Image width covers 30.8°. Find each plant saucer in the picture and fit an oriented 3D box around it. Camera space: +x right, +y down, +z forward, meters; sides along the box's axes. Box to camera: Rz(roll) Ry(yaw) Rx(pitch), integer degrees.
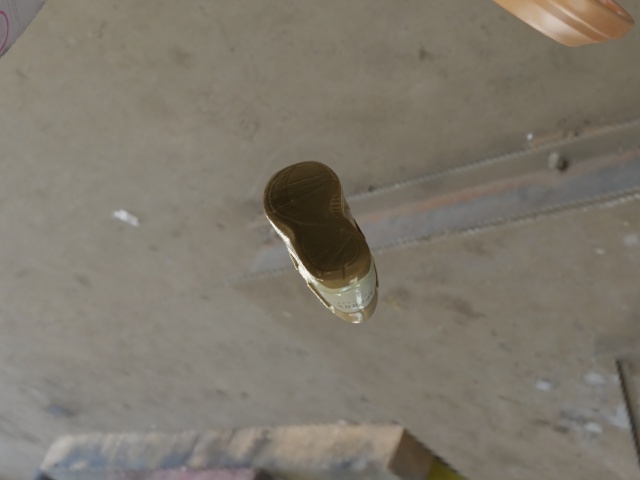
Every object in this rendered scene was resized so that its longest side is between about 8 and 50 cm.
[{"bbox_3d":[0.109,-0.184,0.735,0.200,0.200,0.037,31,111,-14],"label":"plant saucer"}]

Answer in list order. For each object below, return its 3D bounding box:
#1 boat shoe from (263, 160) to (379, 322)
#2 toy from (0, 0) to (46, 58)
[{"bbox_3d":[0.000,0.000,0.677,0.050,0.135,0.045,-20,125,-1],"label":"boat shoe"},{"bbox_3d":[-0.233,-0.132,0.643,0.056,0.237,0.137,12,137,9],"label":"toy"}]
